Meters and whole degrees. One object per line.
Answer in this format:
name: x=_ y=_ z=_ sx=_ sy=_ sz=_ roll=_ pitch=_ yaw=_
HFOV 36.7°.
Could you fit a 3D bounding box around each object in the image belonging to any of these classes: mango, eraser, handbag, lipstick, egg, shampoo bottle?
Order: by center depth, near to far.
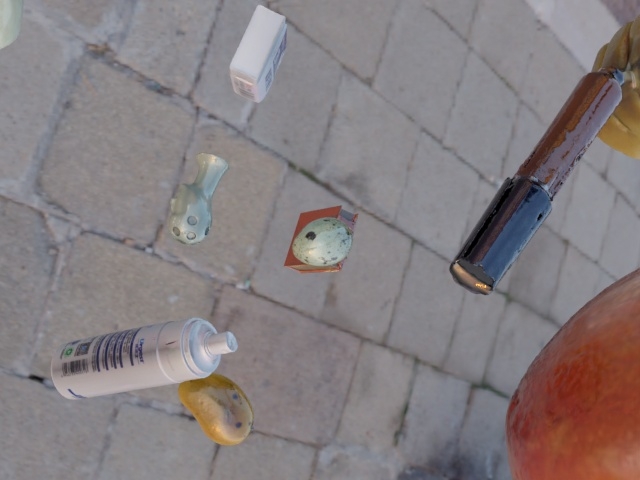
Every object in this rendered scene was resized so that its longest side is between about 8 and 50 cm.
lipstick: x=0.310 y=-0.096 z=1.330 sx=0.418 sy=0.077 sz=0.077 roll=-51 pitch=133 yaw=-25
shampoo bottle: x=-0.251 y=0.169 z=1.401 sx=0.092 sy=0.303 sz=0.092 roll=34 pitch=49 yaw=-53
eraser: x=-0.109 y=-0.323 z=1.693 sx=0.125 sy=0.067 sz=0.210 roll=-64 pitch=-178 yaw=-3
egg: x=0.004 y=0.004 z=1.703 sx=0.110 sy=0.085 sz=0.085 roll=-16 pitch=117 yaw=-3
handbag: x=0.000 y=0.000 z=1.998 sx=0.062 sy=0.190 sz=0.127 roll=24 pitch=77 yaw=-25
mango: x=-0.212 y=0.343 z=2.009 sx=0.115 sy=0.178 sz=0.090 roll=-38 pitch=174 yaw=-2

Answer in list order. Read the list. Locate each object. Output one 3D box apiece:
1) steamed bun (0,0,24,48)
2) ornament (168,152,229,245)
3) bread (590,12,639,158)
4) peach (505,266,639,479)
steamed bun: x=-0.639 y=-0.496 z=1.406 sx=0.290 sy=0.456 sz=0.371 roll=-29 pitch=148 yaw=-44
ornament: x=-0.209 y=-0.067 z=1.624 sx=0.081 sy=0.075 sz=0.156 roll=26 pitch=69 yaw=-17
bread: x=0.684 y=-0.326 z=2.036 sx=0.210 sy=0.341 sz=0.301 roll=-1 pitch=78 yaw=-20
peach: x=0.312 y=0.138 z=0.648 sx=0.372 sy=0.372 sz=0.290 roll=37 pitch=49 yaw=-48
